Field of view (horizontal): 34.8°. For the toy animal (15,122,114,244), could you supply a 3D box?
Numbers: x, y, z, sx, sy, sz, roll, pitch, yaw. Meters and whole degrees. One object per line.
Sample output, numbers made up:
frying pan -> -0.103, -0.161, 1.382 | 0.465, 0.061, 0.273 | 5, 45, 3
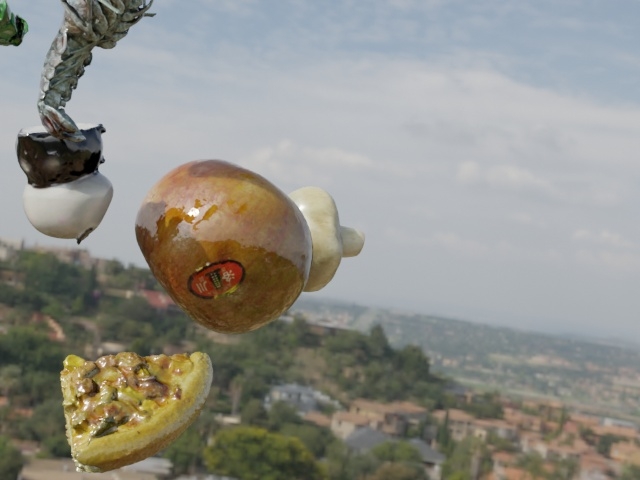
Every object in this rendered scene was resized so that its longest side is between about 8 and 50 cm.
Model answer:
toy animal -> -0.511, -0.117, 2.030 | 0.187, 0.235, 0.165 | 7, 23, 37

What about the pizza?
pizza -> -0.281, 0.269, 1.661 | 0.268, 0.087, 0.258 | -1, 31, -22

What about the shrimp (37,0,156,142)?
shrimp -> -0.369, -0.369, 1.715 | 0.166, 0.410, 0.221 | 36, 5, 14

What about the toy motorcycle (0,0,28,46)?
toy motorcycle -> -0.573, -0.376, 1.790 | 0.106, 0.074, 0.190 | -10, -4, -5

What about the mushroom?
mushroom -> 0.000, 0.000, 2.555 | 0.234, 0.260, 0.254 | 0, 29, -18

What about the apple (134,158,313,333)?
apple -> -0.197, 0.008, 2.231 | 0.400, 0.333, 0.400 | 52, -1, 1
